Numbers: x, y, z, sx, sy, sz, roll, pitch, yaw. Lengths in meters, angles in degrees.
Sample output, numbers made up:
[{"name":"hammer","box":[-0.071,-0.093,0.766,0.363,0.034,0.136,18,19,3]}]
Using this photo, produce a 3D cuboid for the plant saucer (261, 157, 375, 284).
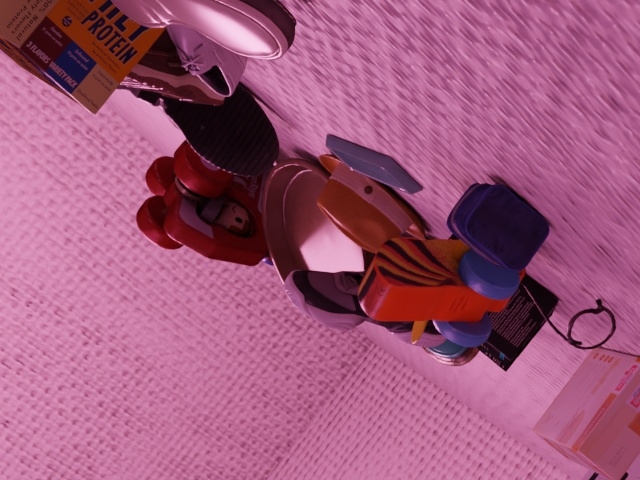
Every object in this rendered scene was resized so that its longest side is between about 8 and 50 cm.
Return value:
[{"name":"plant saucer","box":[0.000,0.000,2.271,0.278,0.041,0.278,33,133,43]}]

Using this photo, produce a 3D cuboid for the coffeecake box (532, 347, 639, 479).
[{"name":"coffeecake box","box":[0.361,0.216,1.823,0.068,0.142,0.185,39,175,-7]}]

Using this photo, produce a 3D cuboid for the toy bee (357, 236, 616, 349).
[{"name":"toy bee","box":[0.167,0.047,1.660,0.298,0.195,0.162,30,-155,-35]}]

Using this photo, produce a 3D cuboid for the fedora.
[{"name":"fedora","box":[0.058,-0.042,2.049,0.194,0.079,0.194,38,174,4]}]

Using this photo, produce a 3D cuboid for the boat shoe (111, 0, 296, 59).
[{"name":"boat shoe","box":[-0.117,-0.263,1.456,0.335,0.095,0.112,24,162,52]}]

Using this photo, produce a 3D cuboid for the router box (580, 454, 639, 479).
[{"name":"router box","box":[0.438,0.397,1.963,0.082,0.301,0.335,41,175,-12]}]

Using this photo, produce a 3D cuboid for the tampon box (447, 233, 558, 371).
[{"name":"tampon box","box":[0.212,0.076,1.874,0.161,0.101,0.120,39,174,11]}]

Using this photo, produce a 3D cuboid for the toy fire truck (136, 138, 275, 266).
[{"name":"toy fire truck","box":[-0.158,-0.071,2.442,0.254,0.169,0.302,28,-148,-17]}]

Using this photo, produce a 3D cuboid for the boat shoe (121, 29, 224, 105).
[{"name":"boat shoe","box":[-0.205,-0.238,1.857,0.095,0.095,0.257,10,-179,23]}]

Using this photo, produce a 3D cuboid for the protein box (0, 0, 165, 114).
[{"name":"protein box","box":[-0.295,-0.291,1.712,0.201,0.200,0.136,32,172,46]}]

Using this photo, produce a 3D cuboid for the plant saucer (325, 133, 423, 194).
[{"name":"plant saucer","box":[0.064,-0.099,1.875,0.067,0.018,0.192,42,175,-27]}]

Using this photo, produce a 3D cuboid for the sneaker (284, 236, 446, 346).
[{"name":"sneaker","box":[0.090,0.058,2.104,0.268,0.153,0.101,15,-145,-18]}]

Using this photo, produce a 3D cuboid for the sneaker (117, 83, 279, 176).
[{"name":"sneaker","box":[-0.193,-0.226,2.147,0.330,0.122,0.146,38,-167,-5]}]

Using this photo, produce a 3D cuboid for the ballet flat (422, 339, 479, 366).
[{"name":"ballet flat","box":[0.195,0.121,2.333,0.123,0.123,0.348,42,177,-31]}]

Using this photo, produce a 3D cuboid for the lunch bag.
[{"name":"lunch bag","box":[0.186,-0.014,1.502,0.098,0.067,0.065,39,175,-16]}]

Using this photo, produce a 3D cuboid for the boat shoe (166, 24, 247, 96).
[{"name":"boat shoe","box":[-0.150,-0.237,1.803,0.066,0.063,0.184,7,164,19]}]
